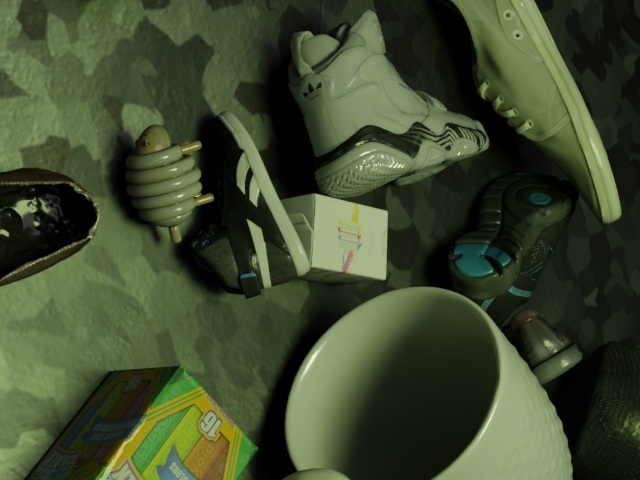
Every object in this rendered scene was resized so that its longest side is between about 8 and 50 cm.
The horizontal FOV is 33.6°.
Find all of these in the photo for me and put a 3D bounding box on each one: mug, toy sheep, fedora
[{"bbox_3d":[0.123,0.292,1.271,0.374,0.276,0.328,-46,130,-5],"label":"mug"},{"bbox_3d":[-0.167,-0.061,1.151,0.091,0.091,0.132,-24,105,-43],"label":"toy sheep"},{"bbox_3d":[0.451,0.271,1.603,0.152,0.334,0.334,29,59,-3],"label":"fedora"}]

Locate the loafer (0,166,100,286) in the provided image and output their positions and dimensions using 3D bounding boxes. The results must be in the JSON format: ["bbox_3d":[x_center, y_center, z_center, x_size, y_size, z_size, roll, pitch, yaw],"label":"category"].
[{"bbox_3d":[-0.351,-0.002,0.931,0.366,0.130,0.134,-25,100,-43],"label":"loafer"}]

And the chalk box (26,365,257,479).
[{"bbox_3d":[-0.191,0.245,1.042,0.132,0.132,0.213,52,52,-24],"label":"chalk box"}]

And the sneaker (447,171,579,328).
[{"bbox_3d":[0.279,0.011,1.567,0.341,0.125,0.139,-41,138,-43],"label":"sneaker"}]

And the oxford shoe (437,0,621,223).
[{"bbox_3d":[0.305,-0.218,1.557,0.449,0.130,0.169,62,7,1],"label":"oxford shoe"}]

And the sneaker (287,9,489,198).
[{"bbox_3d":[0.089,-0.182,1.375,0.366,0.137,0.210,-17,85,-56],"label":"sneaker"}]

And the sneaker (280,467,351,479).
[{"bbox_3d":[-0.096,0.372,0.988,0.145,0.147,0.384,43,81,8],"label":"sneaker"}]

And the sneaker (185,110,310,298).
[{"bbox_3d":[-0.110,-0.037,1.207,0.121,0.079,0.217,-25,75,-9],"label":"sneaker"}]

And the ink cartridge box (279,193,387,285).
[{"bbox_3d":[0.000,0.000,1.295,0.143,0.092,0.090,11,76,-41],"label":"ink cartridge box"}]

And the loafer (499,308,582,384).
[{"bbox_3d":[0.283,0.141,1.446,0.109,0.302,0.095,-32,83,-2],"label":"loafer"}]
